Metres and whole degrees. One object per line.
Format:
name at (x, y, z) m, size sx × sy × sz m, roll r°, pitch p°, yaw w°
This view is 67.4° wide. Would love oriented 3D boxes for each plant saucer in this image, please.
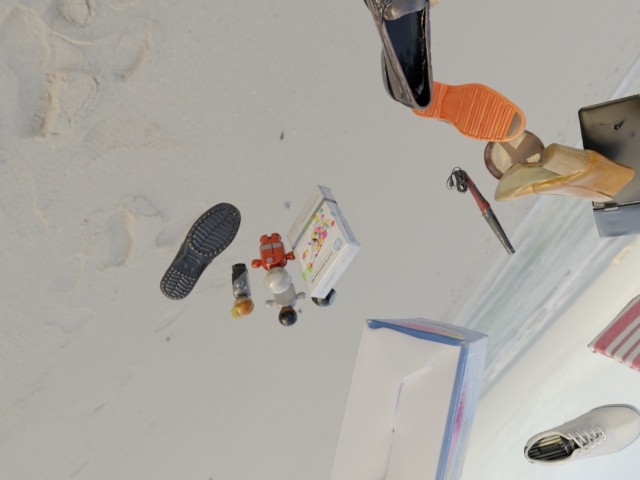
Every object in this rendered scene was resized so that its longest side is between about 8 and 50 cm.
plant saucer at (0.549, -0.240, 1.357) m, size 0.029 × 0.168 × 0.169 m, roll -47°, pitch 162°, yaw -46°

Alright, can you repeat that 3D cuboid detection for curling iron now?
curling iron at (0.427, -0.076, 1.275) m, size 0.068 × 0.274 × 0.035 m, roll -35°, pitch 178°, yaw -8°

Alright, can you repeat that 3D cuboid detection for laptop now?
laptop at (0.921, -0.194, 1.258) m, size 0.408 × 0.381 × 0.237 m, roll 28°, pitch 60°, yaw -53°

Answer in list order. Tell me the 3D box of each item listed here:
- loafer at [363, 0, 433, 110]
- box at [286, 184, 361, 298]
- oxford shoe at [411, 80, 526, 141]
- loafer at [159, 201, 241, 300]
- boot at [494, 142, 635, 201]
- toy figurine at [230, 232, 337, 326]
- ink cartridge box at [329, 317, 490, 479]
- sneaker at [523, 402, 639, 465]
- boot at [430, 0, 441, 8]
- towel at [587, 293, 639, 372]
loafer at (0.136, -0.349, 0.759) m, size 0.109 × 0.095 × 0.303 m, roll -23°, pitch 131°, yaw -2°
box at (0.000, 0.000, 0.969) m, size 0.038 × 0.186 × 0.145 m, roll 12°, pitch 126°, yaw -33°
oxford shoe at (0.403, -0.345, 1.264) m, size 0.132 × 0.363 × 0.130 m, roll 0°, pitch 118°, yaw -36°
loafer at (-0.244, 0.014, 0.958) m, size 0.220 × 0.080 × 0.078 m, roll -51°, pitch -162°, yaw -4°
boot at (0.595, -0.134, 1.201) m, size 0.295 × 0.211 × 0.104 m, roll 130°, pitch -22°, yaw -71°
toy figurine at (-0.092, 0.106, 1.124) m, size 0.213 × 0.148 × 0.209 m, roll 21°, pitch 132°, yaw -39°
ink cartridge box at (0.172, 0.269, 0.791) m, size 0.395 × 0.151 × 0.270 m, roll 20°, pitch 82°, yaw -66°
sneaker at (0.558, 0.426, 1.021) m, size 0.258 × 0.094 × 0.091 m, roll -37°, pitch 155°, yaw 23°
boot at (0.312, -0.876, 1.568) m, size 0.090 × 0.206 × 0.249 m, roll -13°, pitch 101°, yaw -40°
towel at (0.465, 0.133, 0.600) m, size 0.144 × 0.197 × 0.029 m, roll -34°, pitch 115°, yaw -14°
